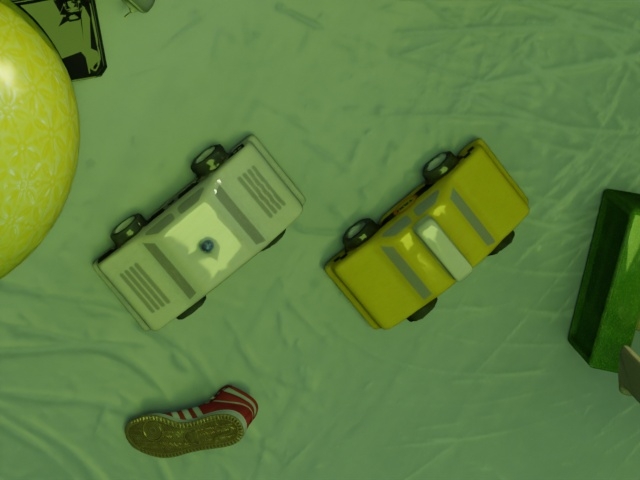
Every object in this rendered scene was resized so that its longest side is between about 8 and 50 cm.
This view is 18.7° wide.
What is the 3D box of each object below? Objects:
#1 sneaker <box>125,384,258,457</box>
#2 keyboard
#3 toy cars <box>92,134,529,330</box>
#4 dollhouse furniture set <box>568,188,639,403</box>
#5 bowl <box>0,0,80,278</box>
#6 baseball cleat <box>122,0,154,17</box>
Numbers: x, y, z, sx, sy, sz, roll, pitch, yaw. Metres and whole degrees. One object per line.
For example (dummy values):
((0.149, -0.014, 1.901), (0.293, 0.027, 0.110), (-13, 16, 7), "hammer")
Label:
((-0.113, 0.162, 1.746), (0.118, 0.067, 0.042), (-5, 107, 21), "sneaker")
((-0.278, -0.177, 1.649), (0.180, 0.023, 0.108), (-12, 110, -9), "keyboard")
((0.000, 0.000, 1.704), (0.393, 0.087, 0.176), (0, 101, -11), "toy cars")
((0.357, 0.076, 1.676), (0.197, 0.301, 0.151), (12, 102, -10), "dollhouse furniture set")
((-0.335, -0.066, 1.578), (0.289, 0.156, 0.289), (-3, 107, -10), "bowl")
((-0.187, -0.289, 1.617), (0.109, 0.072, 0.206), (-41, 107, 0), "baseball cleat")
